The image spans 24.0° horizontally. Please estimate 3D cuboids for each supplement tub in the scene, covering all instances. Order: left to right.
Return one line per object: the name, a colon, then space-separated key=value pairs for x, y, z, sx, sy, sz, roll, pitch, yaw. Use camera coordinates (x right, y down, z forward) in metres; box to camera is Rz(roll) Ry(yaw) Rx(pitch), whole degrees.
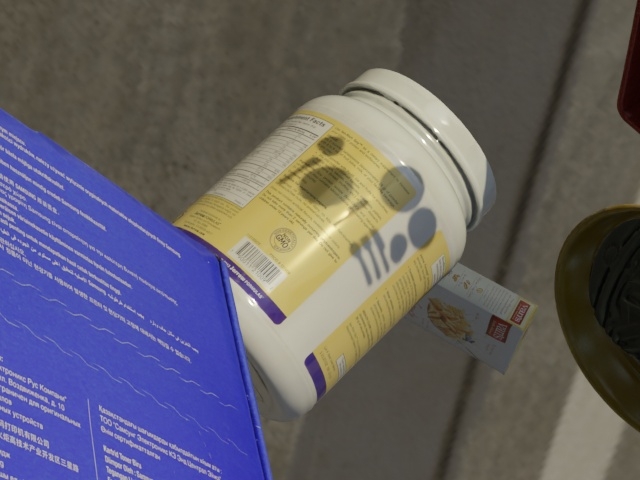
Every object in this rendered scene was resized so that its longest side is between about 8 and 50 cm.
supplement tub: x=0.000 y=0.000 z=1.578 sx=0.331 sy=0.241 sz=0.241 roll=-43 pitch=135 yaw=-19

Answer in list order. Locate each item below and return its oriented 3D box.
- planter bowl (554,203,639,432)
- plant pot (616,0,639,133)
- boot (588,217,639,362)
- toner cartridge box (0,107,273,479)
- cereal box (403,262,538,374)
planter bowl: x=0.292 y=0.054 z=1.161 sx=0.090 sy=0.217 sz=0.217 roll=-31 pitch=134 yaw=-35
plant pot: x=0.469 y=-0.185 z=1.403 sx=0.236 sy=0.267 sz=0.267 roll=-32 pitch=148 yaw=-21
boot: x=0.322 y=0.077 z=0.999 sx=0.207 sy=0.246 sz=0.094 roll=20 pitch=95 yaw=-43
toner cartridge box: x=-0.138 y=0.017 z=0.407 sx=0.075 sy=0.165 sz=0.348 roll=-30 pitch=142 yaw=19
cereal box: x=0.150 y=0.071 z=1.915 sx=0.047 sy=0.240 sz=0.173 roll=-57 pitch=168 yaw=-20
